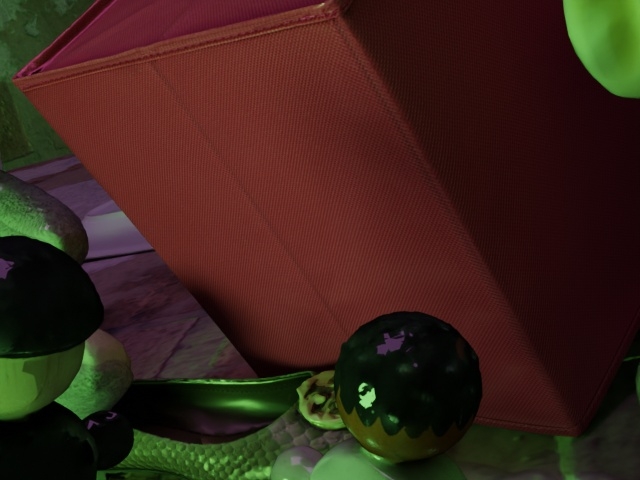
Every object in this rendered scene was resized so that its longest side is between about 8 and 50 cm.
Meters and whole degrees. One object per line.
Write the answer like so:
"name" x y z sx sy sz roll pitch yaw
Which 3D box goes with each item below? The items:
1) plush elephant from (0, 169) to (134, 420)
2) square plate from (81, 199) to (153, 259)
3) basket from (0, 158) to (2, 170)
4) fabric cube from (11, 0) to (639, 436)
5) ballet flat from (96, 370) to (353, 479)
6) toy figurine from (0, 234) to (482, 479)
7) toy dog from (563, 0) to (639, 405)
"plush elephant" -0.292 -0.018 0.574 0.272 0.255 0.330 -24 47 4
"square plate" -0.146 -0.063 1.345 0.347 0.049 0.344 -9 15 27
"basket" -0.559 -0.054 1.100 0.331 0.266 0.328 -17 40 1
"fabric cube" 0.042 -0.080 0.580 0.259 0.258 0.254 0 45 46
"ballet flat" -0.066 0.099 0.577 0.250 0.058 0.084 -7 17 32
"toy figurine" -0.038 0.091 0.275 0.209 0.148 0.213 5 13 0
"toy dog" 0.190 -0.096 0.319 0.284 0.408 0.395 -9 15 29
